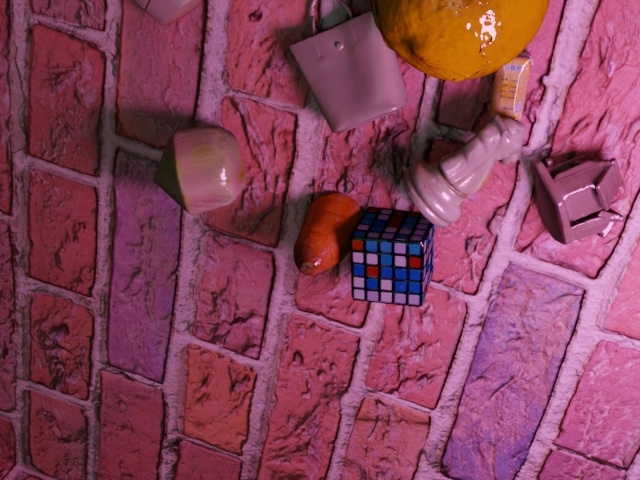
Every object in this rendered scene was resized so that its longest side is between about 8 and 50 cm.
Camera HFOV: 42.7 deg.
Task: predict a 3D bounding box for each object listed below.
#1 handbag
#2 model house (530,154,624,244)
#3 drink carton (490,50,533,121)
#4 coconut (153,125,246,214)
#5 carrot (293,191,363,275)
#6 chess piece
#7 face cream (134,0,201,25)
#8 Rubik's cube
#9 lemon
[{"bbox_3d":[0.056,-0.417,1.880,0.241,0.109,0.315,-17,107,24],"label":"handbag"},{"bbox_3d":[0.596,-0.099,1.867,0.188,0.122,0.229,-17,125,12],"label":"model house"},{"bbox_3d":[0.423,-0.368,1.802,0.084,0.074,0.200,10,121,13],"label":"drink carton"},{"bbox_3d":[-0.308,-0.174,2.072,0.236,0.236,0.204,-25,66,27],"label":"coconut"},{"bbox_3d":[0.000,0.000,2.049,0.159,0.225,0.159,14,127,19],"label":"carrot"},{"bbox_3d":[0.348,-0.173,1.877,0.298,0.176,0.176,-38,101,29],"label":"chess piece"},{"bbox_3d":[-0.429,-0.658,1.919,0.348,0.081,0.173,43,121,-7],"label":"face cream"},{"bbox_3d":[0.182,0.039,2.032,0.182,0.187,0.184,6,116,16],"label":"Rubik's cube"},{"bbox_3d":[0.281,-0.505,1.626,0.350,0.387,0.350,29,163,10],"label":"lemon"}]
